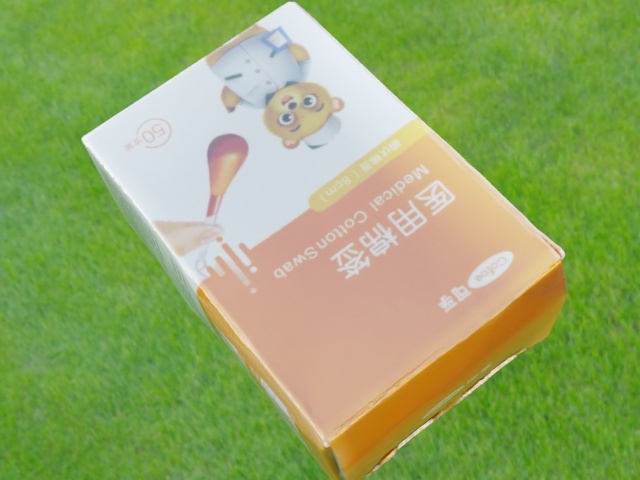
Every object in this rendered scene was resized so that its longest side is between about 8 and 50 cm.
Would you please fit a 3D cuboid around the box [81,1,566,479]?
[{"bbox_3d":[0.000,0.000,0.862,0.225,0.143,0.341,-36,62,-12],"label":"box"}]
